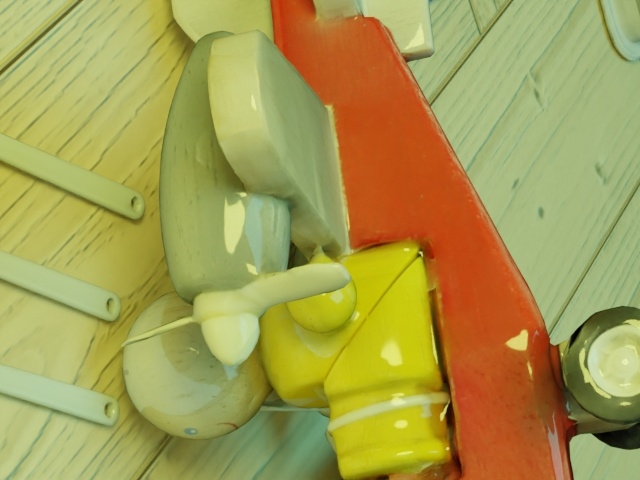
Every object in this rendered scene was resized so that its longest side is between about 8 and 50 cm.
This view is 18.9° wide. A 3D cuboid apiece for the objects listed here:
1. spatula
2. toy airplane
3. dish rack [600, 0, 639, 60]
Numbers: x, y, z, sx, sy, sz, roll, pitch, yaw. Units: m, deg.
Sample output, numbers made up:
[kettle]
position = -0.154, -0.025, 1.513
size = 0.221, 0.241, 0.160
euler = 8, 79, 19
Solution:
[spatula]
position = -0.168, 0.007, 0.999
size = 0.242, 0.019, 0.168
euler = 24, 68, -54
[toy airplane]
position = 0.000, 0.000, 1.073
size = 0.386, 0.272, 0.384
euler = 58, 4, -29
[dish rack]
position = 0.302, -0.355, 1.689
size = 0.285, 0.072, 0.333
euler = -49, 127, -45
